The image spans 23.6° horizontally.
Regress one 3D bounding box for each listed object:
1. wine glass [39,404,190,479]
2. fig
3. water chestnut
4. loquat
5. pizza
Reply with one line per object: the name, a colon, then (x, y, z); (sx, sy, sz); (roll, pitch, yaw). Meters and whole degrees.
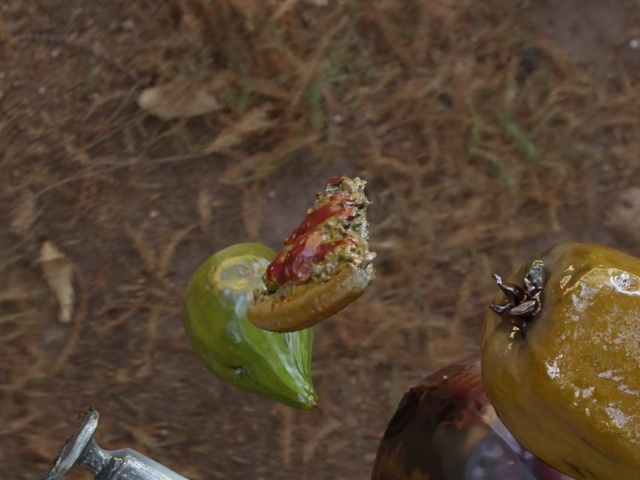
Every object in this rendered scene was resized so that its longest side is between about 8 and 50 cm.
wine glass: (-0.129, 0.195, 1.160); (0.155, 0.072, 0.072); (35, 72, -13)
fig: (-0.088, 0.115, 1.874); (0.167, 0.167, 0.233); (12, 53, -22)
water chestnut: (0.230, 0.264, 1.556); (0.302, 0.350, 0.350); (-33, 97, -15)
loquat: (0.222, 0.094, 1.174); (0.234, 0.187, 0.176); (38, 46, -12)
pizza: (0.000, 0.000, 1.582); (0.062, 0.188, 0.199); (39, 50, -25)
